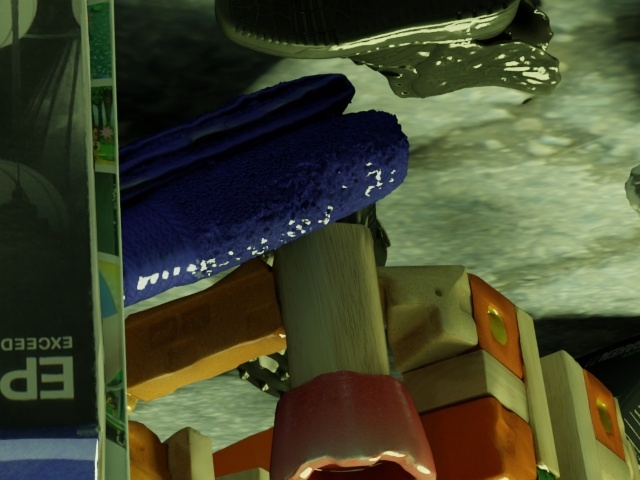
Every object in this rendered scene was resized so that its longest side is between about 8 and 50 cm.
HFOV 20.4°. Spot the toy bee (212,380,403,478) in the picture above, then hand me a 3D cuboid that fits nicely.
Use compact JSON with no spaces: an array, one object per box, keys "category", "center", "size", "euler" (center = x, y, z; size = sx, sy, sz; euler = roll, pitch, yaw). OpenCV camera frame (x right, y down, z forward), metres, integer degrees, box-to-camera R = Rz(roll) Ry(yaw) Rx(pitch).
[{"category":"toy bee","center":[0.049,0.172,1.405],"size":[0.298,0.195,0.162],"euler":[-15,147,40]}]

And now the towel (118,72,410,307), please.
[{"category":"towel","center":[-0.131,-0.005,0.870],"size":[0.308,0.076,0.228],"euler":[-23,-170,-40]}]

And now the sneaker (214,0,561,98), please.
[{"category":"sneaker","center":[0.035,-0.096,0.839],"size":[0.170,0.051,0.089],"euler":[-6,157,-6]}]

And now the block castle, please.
[{"category":"block castle","center":[0.024,0.198,1.091],"size":[0.303,0.213,0.453],"euler":[-23,144,23]}]

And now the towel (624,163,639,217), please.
[{"category":"towel","center":[0.310,-0.031,0.905],"size":[0.284,0.121,0.235],"euler":[12,175,19]}]

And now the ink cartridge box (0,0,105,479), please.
[{"category":"ink cartridge box","center":[-0.155,-0.020,0.580],"size":[0.165,0.332,0.065],"euler":[-3,161,-9]}]

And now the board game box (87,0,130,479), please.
[{"category":"board game box","center":[-0.186,-0.007,0.655],"size":[0.224,0.303,0.097],"euler":[-2,159,-8]}]

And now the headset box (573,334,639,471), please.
[{"category":"headset box","center":[0.194,0.221,1.463],"size":[0.283,0.131,0.246],"euler":[-42,-172,-36]}]

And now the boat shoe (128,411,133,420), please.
[{"category":"boat shoe","center":[-0.202,0.143,1.413],"size":[0.105,0.113,0.306],"euler":[-2,165,-26]}]

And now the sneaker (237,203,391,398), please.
[{"category":"sneaker","center":[0.000,0.000,1.086],"size":[0.078,0.106,0.234],"euler":[29,146,10]}]
